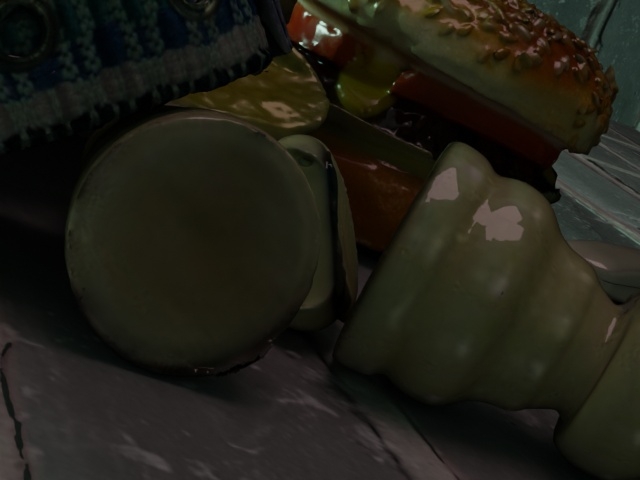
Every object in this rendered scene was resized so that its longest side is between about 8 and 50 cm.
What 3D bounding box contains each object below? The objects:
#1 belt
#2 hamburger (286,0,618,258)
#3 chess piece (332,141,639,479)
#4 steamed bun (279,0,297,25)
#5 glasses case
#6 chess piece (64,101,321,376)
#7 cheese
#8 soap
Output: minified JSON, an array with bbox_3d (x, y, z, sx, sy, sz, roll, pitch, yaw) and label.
[{"bbox_3d":[-0.174,-0.138,0.823,0.295,0.161,0.207,-17,10,0],"label":"belt"},{"bbox_3d":[0.091,-0.124,1.306,0.330,0.250,0.330,22,14,-6],"label":"hamburger"},{"bbox_3d":[0.171,0.079,0.900,0.299,0.167,0.167,31,14,4],"label":"chess piece"},{"bbox_3d":[-0.057,-0.245,1.422,0.295,0.292,0.137,-4,31,-39],"label":"steamed bun"},{"bbox_3d":[0.314,0.035,1.482,0.204,0.051,0.081,10,19,-44],"label":"glasses case"},{"bbox_3d":[-0.095,-0.021,0.876,0.142,0.143,0.261,19,7,-17],"label":"chess piece"},{"bbox_3d":[0.000,0.000,1.017,0.054,0.127,0.251,-4,-4,5],"label":"cheese"},{"bbox_3d":[-0.189,-0.158,1.168,0.306,0.115,0.427,5,7,-30],"label":"soap"}]
